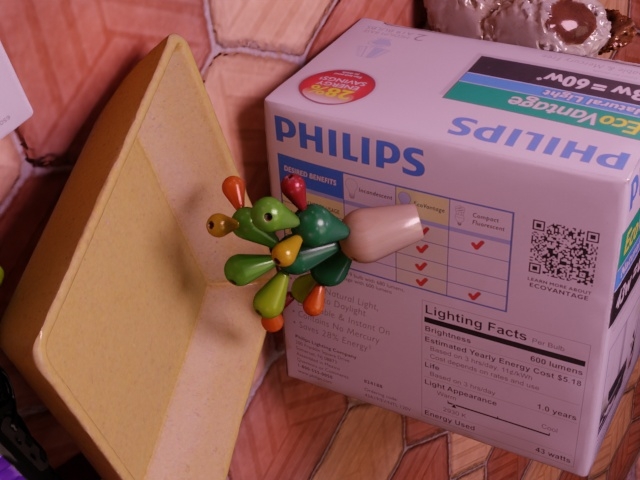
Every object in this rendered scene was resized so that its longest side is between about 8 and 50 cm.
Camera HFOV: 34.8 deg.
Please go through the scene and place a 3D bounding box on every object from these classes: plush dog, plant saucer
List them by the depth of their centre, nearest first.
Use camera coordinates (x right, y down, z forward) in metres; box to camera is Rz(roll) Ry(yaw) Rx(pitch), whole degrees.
[{"bbox_3d":[-0.145,0.055,0.858,0.333,0.080,0.333,71,25,-46],"label":"plant saucer"},{"bbox_3d":[0.233,-0.276,1.181,0.225,0.262,0.211,-19,159,-37],"label":"plush dog"}]

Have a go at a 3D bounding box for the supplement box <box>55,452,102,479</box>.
[{"bbox_3d":[-0.224,0.332,0.956,0.194,0.129,0.191,-31,133,-42],"label":"supplement box"}]

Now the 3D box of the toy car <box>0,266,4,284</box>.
[{"bbox_3d":[-0.269,0.060,0.629,0.148,0.188,0.155,23,72,-23],"label":"toy car"}]

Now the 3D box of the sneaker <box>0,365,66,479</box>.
[{"bbox_3d":[-0.256,0.170,0.786,0.293,0.102,0.146,25,78,-36],"label":"sneaker"}]

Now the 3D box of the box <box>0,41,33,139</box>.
[{"bbox_3d":[-0.298,-0.109,0.591,0.182,0.119,0.181,-45,141,-28],"label":"box"}]

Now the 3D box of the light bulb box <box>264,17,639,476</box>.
[{"bbox_3d":[0.155,-0.003,1.057,0.225,0.357,0.361,-49,145,-45],"label":"light bulb box"}]

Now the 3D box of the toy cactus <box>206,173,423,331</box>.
[{"bbox_3d":[0.000,0.000,0.922,0.180,0.112,0.219,-15,146,2],"label":"toy cactus"}]
